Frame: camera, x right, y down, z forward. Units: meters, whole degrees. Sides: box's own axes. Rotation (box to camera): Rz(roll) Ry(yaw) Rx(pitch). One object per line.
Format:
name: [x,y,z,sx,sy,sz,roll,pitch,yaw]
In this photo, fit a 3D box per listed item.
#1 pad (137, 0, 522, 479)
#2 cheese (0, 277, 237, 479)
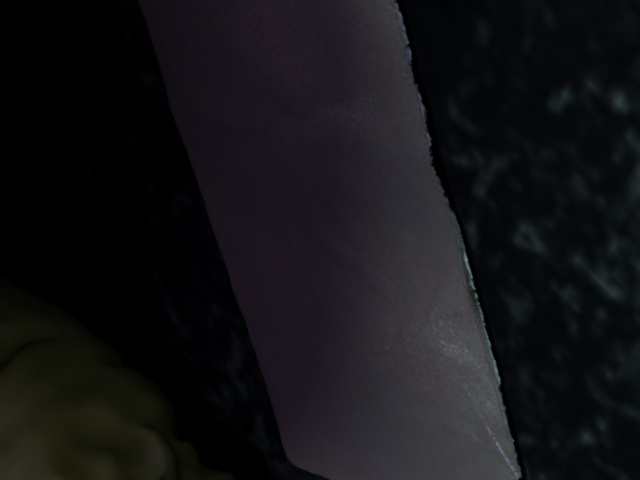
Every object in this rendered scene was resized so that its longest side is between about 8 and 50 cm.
pad: [0.000,0.000,0.513,0.113,0.006,0.188,15,130,48]
cheese: [-0.102,0.129,0.674,0.214,0.117,0.226,34,138,24]
